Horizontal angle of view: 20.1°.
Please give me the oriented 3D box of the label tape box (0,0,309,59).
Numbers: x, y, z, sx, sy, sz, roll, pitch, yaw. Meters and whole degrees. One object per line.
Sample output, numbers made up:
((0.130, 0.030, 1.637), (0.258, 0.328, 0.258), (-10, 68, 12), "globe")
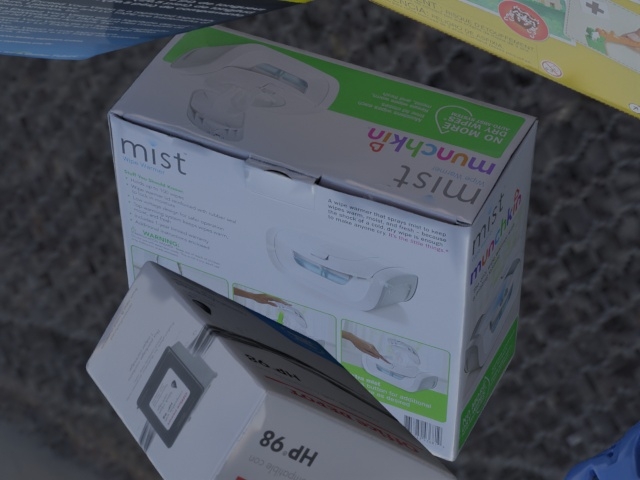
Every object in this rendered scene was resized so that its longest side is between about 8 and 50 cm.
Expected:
((-0.139, -0.167, 0.898), (0.333, 0.240, 0.106), (-3, 86, 53), "label tape box")

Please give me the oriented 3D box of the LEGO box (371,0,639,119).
((0.184, -0.315, 1.459), (0.500, 0.193, 0.372), (27, 159, 22), "LEGO box")

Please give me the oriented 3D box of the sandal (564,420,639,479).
((0.267, 0.068, 0.968), (0.317, 0.126, 0.138), (-31, 62, 17), "sandal")

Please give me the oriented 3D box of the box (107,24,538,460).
((0.000, 0.000, 1.244), (0.262, 0.127, 0.231), (18, 136, 19), "box")

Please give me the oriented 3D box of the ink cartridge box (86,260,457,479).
((-0.017, 0.083, 0.747), (0.060, 0.104, 0.180), (-59, 32, 6), "ink cartridge box")
